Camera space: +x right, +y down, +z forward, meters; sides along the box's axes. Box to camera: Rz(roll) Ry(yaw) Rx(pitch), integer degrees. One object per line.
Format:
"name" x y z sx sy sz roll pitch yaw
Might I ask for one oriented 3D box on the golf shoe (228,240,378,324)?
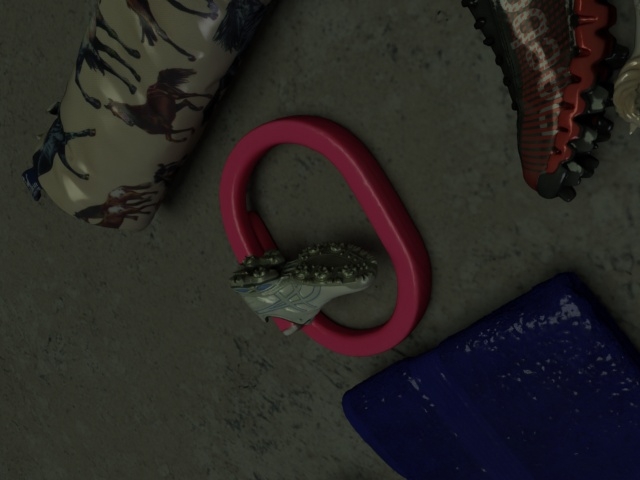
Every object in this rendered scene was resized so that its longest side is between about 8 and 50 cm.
"golf shoe" -0.010 0.052 0.724 0.176 0.069 0.086 -4 123 33

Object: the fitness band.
"fitness band" 0.000 0.000 0.755 0.209 0.054 0.290 -31 90 35

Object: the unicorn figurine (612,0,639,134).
"unicorn figurine" 0.263 -0.147 0.502 0.060 0.111 0.161 -6 95 66

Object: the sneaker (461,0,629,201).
"sneaker" 0.183 -0.172 0.554 0.135 0.098 0.275 10 109 29

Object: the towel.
"towel" 0.196 0.183 0.691 0.308 0.076 0.227 -38 92 35

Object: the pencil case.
"pencil case" -0.196 -0.197 0.743 0.184 0.160 0.410 37 124 -1
